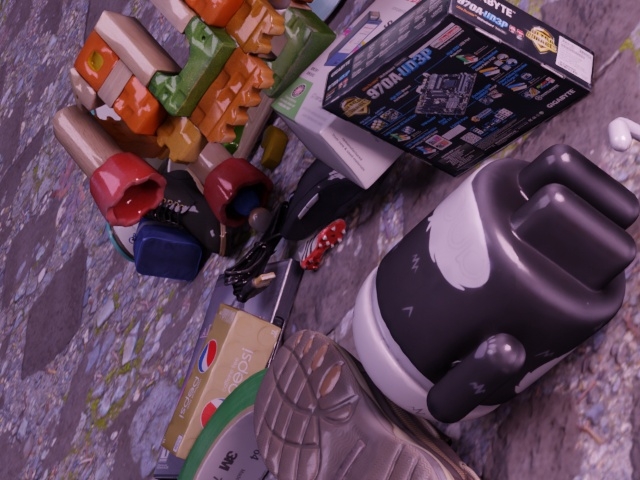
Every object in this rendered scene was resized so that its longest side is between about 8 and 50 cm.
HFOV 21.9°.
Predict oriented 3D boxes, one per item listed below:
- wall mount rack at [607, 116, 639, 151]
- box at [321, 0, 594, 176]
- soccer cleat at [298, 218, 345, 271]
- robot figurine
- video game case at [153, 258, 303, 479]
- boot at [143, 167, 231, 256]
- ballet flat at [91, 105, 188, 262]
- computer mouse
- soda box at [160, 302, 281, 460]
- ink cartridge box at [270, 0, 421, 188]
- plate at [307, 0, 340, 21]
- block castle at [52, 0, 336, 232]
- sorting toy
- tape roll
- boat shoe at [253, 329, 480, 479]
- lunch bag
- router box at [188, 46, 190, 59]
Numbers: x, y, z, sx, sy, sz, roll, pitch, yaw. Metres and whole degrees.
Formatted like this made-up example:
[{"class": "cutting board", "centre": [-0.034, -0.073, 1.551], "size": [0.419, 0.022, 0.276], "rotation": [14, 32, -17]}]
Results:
[{"class": "wall mount rack", "centre": [0.334, -0.053, 1.192], "size": [0.350, 0.130, 0.304], "rotation": [-50, 29, 30]}, {"class": "box", "centre": [0.133, -0.156, 1.630], "size": [0.220, 0.175, 0.051], "rotation": [-34, 39, 50]}, {"class": "soccer cleat", "centre": [0.000, 0.000, 1.919], "size": [0.083, 0.029, 0.035], "rotation": [-55, 41, 32]}, {"class": "robot figurine", "centre": [0.151, 0.043, 1.424], "size": [0.278, 0.209, 0.173], "rotation": [-45, 68, 36]}, {"class": "video game case", "centre": [-0.113, 0.161, 2.002], "size": [0.196, 0.026, 0.274], "rotation": [-13, 56, 59]}, {"class": "boot", "centre": [-0.202, -0.033, 2.191], "size": [0.198, 0.137, 0.076], "rotation": [-131, 44, -58]}, {"class": "ballet flat", "centre": [-0.252, -0.128, 2.447], "size": [0.139, 0.139, 0.400], "rotation": [-50, 33, 29]}, {"class": "computer mouse", "centre": [-0.026, -0.029, 1.897], "size": [0.262, 0.060, 0.184], "rotation": [-31, 20, 51]}, {"class": "soda box", "centre": [-0.114, 0.168, 1.894], "size": [0.058, 0.061, 0.181], "rotation": [17, 83, 65]}, {"class": "ink cartridge box", "centre": [0.069, -0.176, 1.798], "size": [0.212, 0.093, 0.154], "rotation": [-44, 28, -5]}, {"class": "plate", "centre": [-0.002, -0.363, 2.254], "size": [0.188, 0.024, 0.188], "rotation": [-43, 32, 35]}, {"class": "block castle", "centre": [-0.083, -0.213, 1.955], "size": [0.213, 0.303, 0.453], "rotation": [48, 116, 24]}, {"class": "sorting toy", "centre": [-0.103, -0.175, 2.269], "size": [0.229, 0.041, 0.307], "rotation": [-57, 26, 17]}, {"class": "tape roll", "centre": [-0.063, 0.292, 1.721], "size": [0.321, 0.077, 0.321], "rotation": [-45, 31, 38]}, {"class": "boat shoe", "centre": [0.048, 0.205, 1.508], "size": [0.132, 0.130, 0.355], "rotation": [-53, 33, 9]}, {"class": "lunch bag", "centre": [-0.212, 0.008, 2.245], "size": [0.065, 0.098, 0.067], "rotation": [-101, 26, -55]}, {"class": "router box", "centre": [-0.162, -0.335, 2.536], "size": [0.092, 0.038, 0.122], "rotation": [-45, 31, 35]}]
